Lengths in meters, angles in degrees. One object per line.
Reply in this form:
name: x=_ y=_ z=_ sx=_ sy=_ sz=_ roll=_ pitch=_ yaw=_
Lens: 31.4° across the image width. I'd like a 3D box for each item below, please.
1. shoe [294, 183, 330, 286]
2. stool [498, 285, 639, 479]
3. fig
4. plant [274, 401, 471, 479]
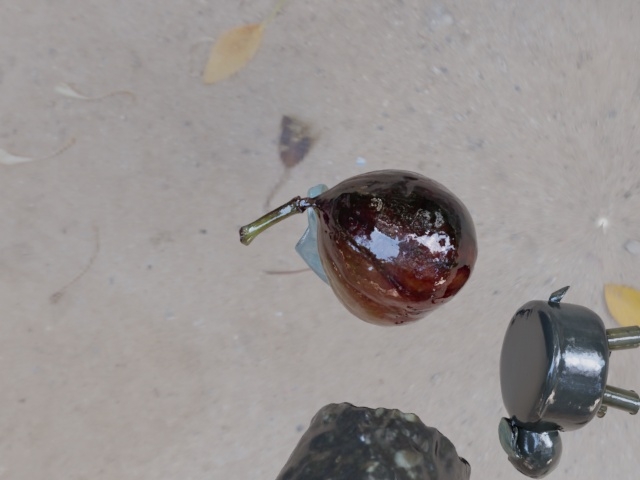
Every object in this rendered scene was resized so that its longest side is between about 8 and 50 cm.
shoe: x=0.000 y=0.000 z=1.757 sx=0.078 sy=0.079 sz=0.195 roll=-4 pitch=127 yaw=17
stool: x=0.297 y=0.174 z=1.398 sx=0.139 sy=0.153 sz=0.228 roll=9 pitch=120 yaw=-13
fig: x=0.061 y=-0.015 z=1.352 sx=0.249 sy=0.204 sz=0.186 roll=36 pitch=73 yaw=-7
plant: x=0.029 y=0.304 z=1.076 sx=0.199 sy=0.188 sz=0.276 roll=3 pitch=61 yaw=32
